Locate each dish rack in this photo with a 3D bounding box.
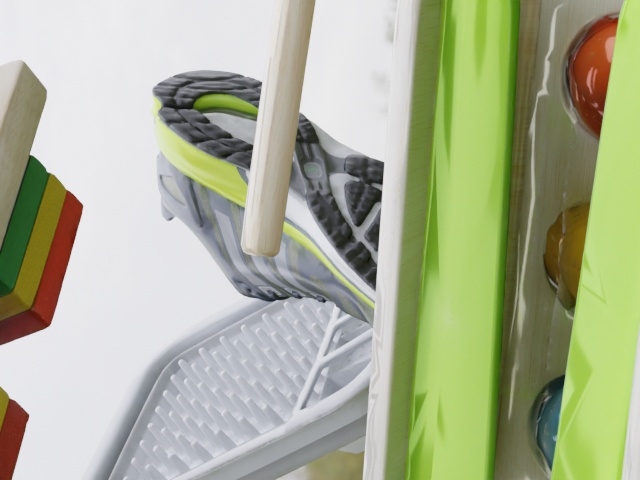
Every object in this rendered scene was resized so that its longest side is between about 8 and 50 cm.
[{"bbox_3d":[-0.040,0.122,1.356,0.072,0.333,0.285,52,-153,-19],"label":"dish rack"}]

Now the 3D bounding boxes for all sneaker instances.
[{"bbox_3d":[0.000,0.000,1.149,0.111,0.300,0.121,-32,-31,-36],"label":"sneaker"}]

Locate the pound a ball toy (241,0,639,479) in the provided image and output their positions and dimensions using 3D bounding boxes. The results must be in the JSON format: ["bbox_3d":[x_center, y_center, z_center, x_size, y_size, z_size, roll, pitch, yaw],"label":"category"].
[{"bbox_3d":[0.075,-0.014,0.694,0.136,0.208,0.319,-20,-62,-55],"label":"pound a ball toy"}]

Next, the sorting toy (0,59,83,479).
[{"bbox_3d":[-0.248,0.062,0.834,0.089,0.255,0.257,51,-150,-35],"label":"sorting toy"}]
